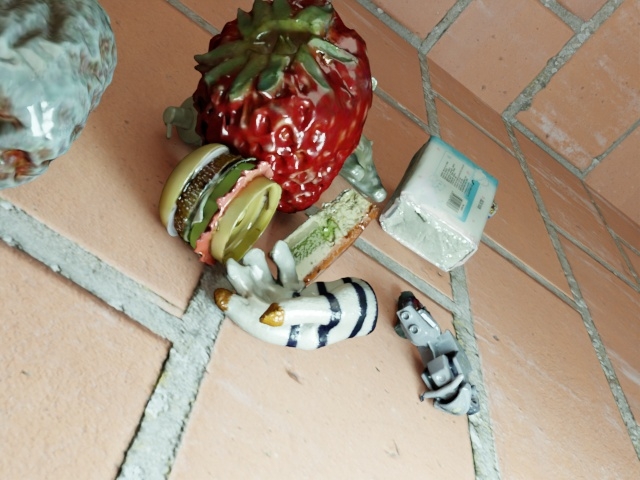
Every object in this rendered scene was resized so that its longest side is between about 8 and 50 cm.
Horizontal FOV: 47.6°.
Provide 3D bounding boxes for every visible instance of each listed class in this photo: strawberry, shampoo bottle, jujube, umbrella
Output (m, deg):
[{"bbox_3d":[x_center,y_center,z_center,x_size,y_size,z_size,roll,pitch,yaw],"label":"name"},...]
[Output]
[{"bbox_3d":[-0.044,-0.191,1.176,0.345,0.295,0.317,68,4,-50],"label":"strawberry"},{"bbox_3d":[-0.169,-0.202,1.284,0.262,0.085,0.085,3,45,-52],"label":"shampoo bottle"},{"bbox_3d":[-0.366,-0.196,0.861,0.226,0.226,0.317,30,33,-21],"label":"jujube"},{"bbox_3d":[0.150,0.127,1.270,0.036,0.031,0.133,61,19,-17],"label":"umbrella"}]

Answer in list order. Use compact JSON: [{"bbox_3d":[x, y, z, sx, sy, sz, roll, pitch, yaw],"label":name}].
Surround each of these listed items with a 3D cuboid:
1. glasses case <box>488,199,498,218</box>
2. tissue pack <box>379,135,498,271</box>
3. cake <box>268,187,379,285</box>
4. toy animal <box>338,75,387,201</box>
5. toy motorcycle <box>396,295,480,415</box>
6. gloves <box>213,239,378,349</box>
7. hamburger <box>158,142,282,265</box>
[{"bbox_3d":[0.351,-0.125,1.873,0.248,0.087,0.065,30,41,-24],"label":"glasses case"},{"bbox_3d":[0.261,-0.083,1.571,0.201,0.124,0.271,32,41,0],"label":"tissue pack"},{"bbox_3d":[-0.004,0.008,1.238,0.086,0.116,0.220,41,58,6],"label":"cake"},{"bbox_3d":[0.055,-0.233,1.470,0.308,0.188,0.266,36,-9,-6],"label":"toy animal"},{"bbox_3d":[0.183,0.192,1.155,0.215,0.080,0.122,59,20,3],"label":"toy motorcycle"},{"bbox_3d":[-0.037,0.089,0.999,0.219,0.131,0.140,-3,44,-14],"label":"gloves"},{"bbox_3d":[-0.146,-0.056,1.012,0.137,0.175,0.175,34,24,12],"label":"hamburger"}]
